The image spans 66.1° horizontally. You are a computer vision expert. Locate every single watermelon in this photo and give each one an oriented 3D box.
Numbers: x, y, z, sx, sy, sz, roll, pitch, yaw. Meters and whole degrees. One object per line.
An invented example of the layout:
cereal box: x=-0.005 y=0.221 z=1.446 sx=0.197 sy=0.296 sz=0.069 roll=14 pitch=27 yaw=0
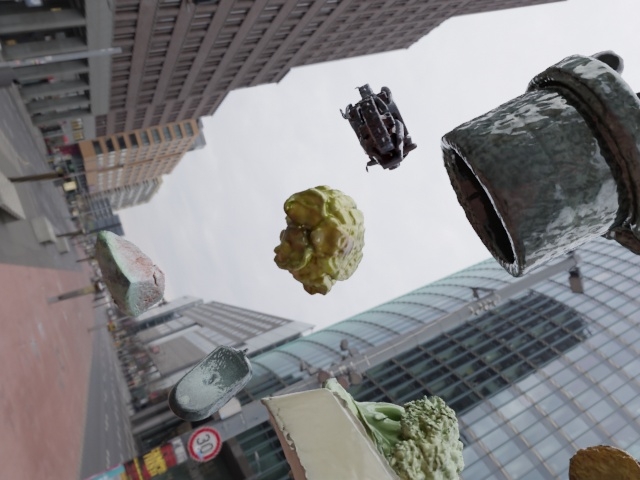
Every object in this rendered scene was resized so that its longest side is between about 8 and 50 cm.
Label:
watermelon: x=-0.368 y=0.060 z=0.948 sx=0.081 sy=0.094 sz=0.180 roll=-8 pitch=-56 yaw=38

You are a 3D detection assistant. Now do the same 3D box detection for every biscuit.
biscuit: x=0.417 y=0.425 z=0.707 sx=0.118 sy=0.029 sz=0.247 roll=-19 pitch=-134 yaw=46

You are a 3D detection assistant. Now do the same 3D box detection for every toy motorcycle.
toy motorcycle: x=0.078 y=-0.139 z=0.649 sx=0.123 sy=0.080 sz=0.215 roll=61 pitch=14 yaw=-19

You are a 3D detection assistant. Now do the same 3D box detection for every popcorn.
popcorn: x=-0.005 y=-0.004 z=1.071 sx=0.180 sy=0.235 sz=0.216 roll=21 pitch=-7 yaw=26

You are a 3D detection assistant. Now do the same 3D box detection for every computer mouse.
computer mouse: x=-0.241 y=0.313 z=1.085 sx=0.113 sy=0.229 sz=0.068 roll=42 pitch=-49 yaw=13

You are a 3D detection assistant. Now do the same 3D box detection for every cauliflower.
cauliflower: x=0.136 y=0.423 z=0.972 sx=0.281 sy=0.326 sz=0.261 roll=16 pitch=-66 yaw=43

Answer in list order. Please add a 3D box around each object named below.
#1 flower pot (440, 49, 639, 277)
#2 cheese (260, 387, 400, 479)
flower pot: x=0.359 y=-0.094 z=0.703 sx=0.299 sy=0.282 sz=0.299 roll=61 pitch=5 yaw=-9
cheese: x=0.044 y=0.210 z=0.320 sx=0.400 sy=0.085 sz=0.034 roll=-142 pitch=-122 yaw=-65
